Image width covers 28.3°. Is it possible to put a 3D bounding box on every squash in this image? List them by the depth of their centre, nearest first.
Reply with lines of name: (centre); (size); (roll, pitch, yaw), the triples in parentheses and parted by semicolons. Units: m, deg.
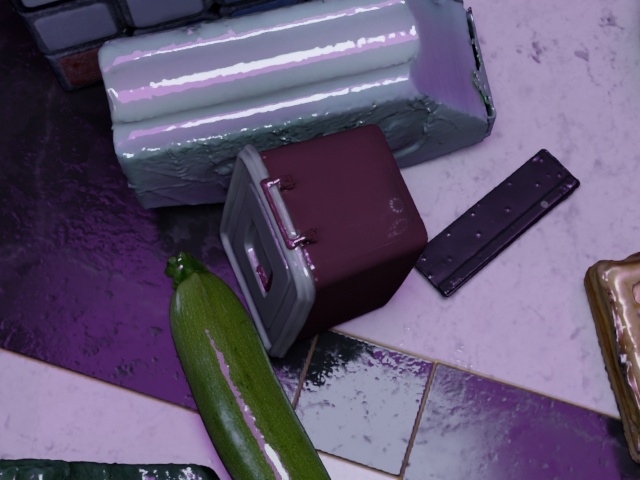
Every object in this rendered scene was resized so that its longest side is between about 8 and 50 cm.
squash: (-0.089, 0.192, 1.489); (0.107, 0.107, 0.395); (-26, 74, -6)

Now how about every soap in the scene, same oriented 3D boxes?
soap: (-0.019, -0.167, 1.513); (0.446, 0.261, 0.156); (-13, 73, -4)

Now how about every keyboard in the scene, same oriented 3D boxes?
keyboard: (0.219, -0.022, 1.590); (0.231, 0.023, 0.072); (-39, 69, -10)

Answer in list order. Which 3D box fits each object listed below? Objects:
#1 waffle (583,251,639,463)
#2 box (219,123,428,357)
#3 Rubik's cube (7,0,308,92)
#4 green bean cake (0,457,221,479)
waffle: (0.525, 0.115, 1.494); (0.376, 0.114, 0.260); (-11, 73, -2)
box: (0.000, 0.000, 1.458); (0.168, 0.294, 0.193); (-17, 74, -15)
Rubik's cube: (-0.223, -0.437, 1.552); (0.362, 0.363, 0.358); (-18, 76, -3)
green bean cake: (-0.263, 0.320, 1.349); (0.300, 0.308, 0.169); (-2, 75, 2)
